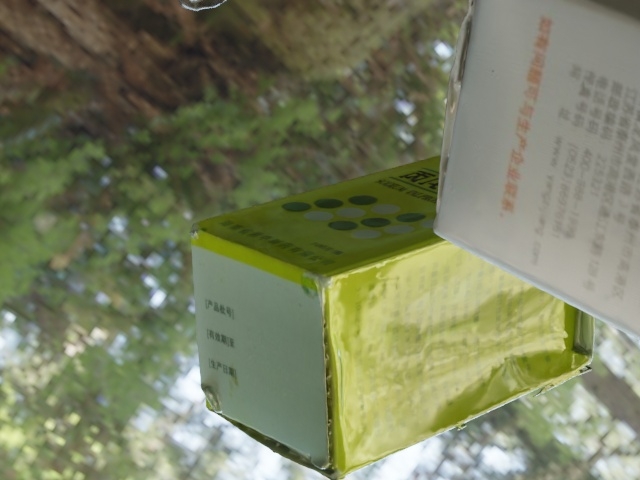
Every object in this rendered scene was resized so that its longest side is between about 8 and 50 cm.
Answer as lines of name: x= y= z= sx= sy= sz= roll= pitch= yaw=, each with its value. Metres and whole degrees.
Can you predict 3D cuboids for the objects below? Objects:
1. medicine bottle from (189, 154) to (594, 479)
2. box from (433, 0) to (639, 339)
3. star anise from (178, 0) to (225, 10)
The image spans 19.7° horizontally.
medicine bottle: x=0.050 y=0.038 z=1.209 sx=0.137 sy=0.250 sz=0.141 roll=15 pitch=-64 yaw=48
box: x=0.214 y=-0.010 z=0.602 sx=0.299 sy=0.200 sz=0.106 roll=27 pitch=-60 yaw=37
star anise: x=-0.122 y=-0.217 z=1.126 sx=0.109 sy=0.223 sz=0.236 roll=-54 pitch=-145 yaw=-4
